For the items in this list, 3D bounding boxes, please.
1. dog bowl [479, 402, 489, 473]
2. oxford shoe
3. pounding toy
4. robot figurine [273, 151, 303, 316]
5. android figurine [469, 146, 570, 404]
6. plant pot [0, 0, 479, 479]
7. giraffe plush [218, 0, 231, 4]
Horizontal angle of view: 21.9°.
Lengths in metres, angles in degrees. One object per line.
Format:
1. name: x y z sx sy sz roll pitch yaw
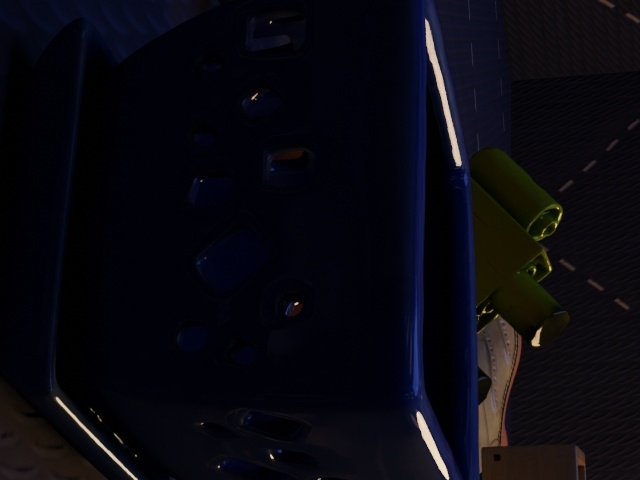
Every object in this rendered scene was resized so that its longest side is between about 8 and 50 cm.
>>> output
1. dog bowl: 0.069 0.310 1.470 0.408 0.150 0.407 -3 90 -79
2. oxford shoe: 0.181 0.157 2.147 0.146 0.141 0.396 45 40 -64
3. pounding toy: 0.191 0.290 1.462 0.181 0.094 0.206 40 47 -74
4. robot figurine: -0.027 -0.002 1.070 0.158 0.128 0.219 27 43 -57
5. android figurine: 0.077 0.017 1.398 0.273 0.248 0.056 45 -6 34
6. plant pot: -0.035 0.016 0.852 0.236 0.212 0.235 65 25 -62
7. giraffe plush: 0.016 -0.263 1.175 0.170 0.210 0.181 82 12 -54
